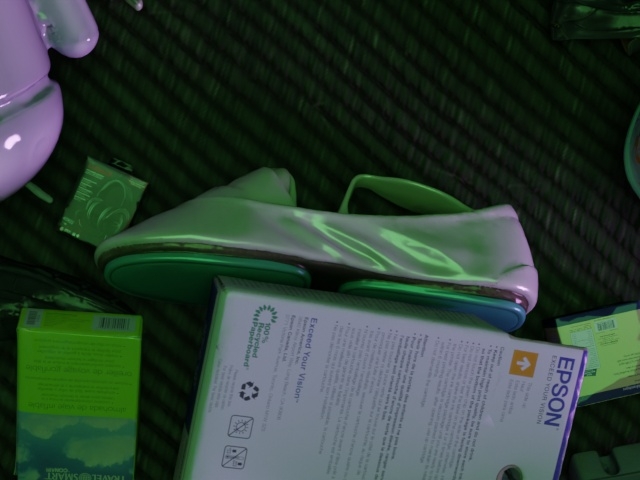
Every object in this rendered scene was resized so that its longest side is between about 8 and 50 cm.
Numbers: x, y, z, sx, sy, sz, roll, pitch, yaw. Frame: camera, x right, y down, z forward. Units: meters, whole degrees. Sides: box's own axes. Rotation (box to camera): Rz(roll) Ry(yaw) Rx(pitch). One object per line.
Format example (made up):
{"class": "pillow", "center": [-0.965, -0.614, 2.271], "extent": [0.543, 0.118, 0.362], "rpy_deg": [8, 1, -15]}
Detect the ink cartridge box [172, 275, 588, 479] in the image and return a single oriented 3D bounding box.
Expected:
{"class": "ink cartridge box", "center": [0.037, 0.213, 1.437], "extent": [0.330, 0.071, 0.324], "rpy_deg": [10, 101, -13]}

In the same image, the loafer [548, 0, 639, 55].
{"class": "loafer", "center": [0.297, -0.204, 1.542], "extent": [0.170, 0.062, 0.061], "rpy_deg": [12, 108, -1]}

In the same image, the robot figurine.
{"class": "robot figurine", "center": [-0.340, -0.169, 1.386], "extent": [0.300, 0.200, 0.353], "rpy_deg": [-22, 108, -14]}

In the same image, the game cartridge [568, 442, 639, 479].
{"class": "game cartridge", "center": [0.421, 0.261, 1.453], "extent": [0.355, 0.068, 0.230], "rpy_deg": [-8, 47, -5]}

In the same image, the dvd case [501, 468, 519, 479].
{"class": "dvd case", "center": [0.102, 0.226, 1.516], "extent": [0.164, 0.018, 0.221], "rpy_deg": [26, 85, -3]}

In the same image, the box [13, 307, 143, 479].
{"class": "box", "center": [-0.214, 0.147, 1.450], "extent": [0.109, 0.042, 0.178], "rpy_deg": [4, 118, -4]}

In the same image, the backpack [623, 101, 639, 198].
{"class": "backpack", "center": [0.405, -0.076, 1.471], "extent": [0.253, 0.191, 0.225], "rpy_deg": [34, 82, -9]}

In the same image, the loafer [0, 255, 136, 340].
{"class": "loafer", "center": [-0.274, 0.056, 1.468], "extent": [0.223, 0.076, 0.078], "rpy_deg": [17, 91, 1]}

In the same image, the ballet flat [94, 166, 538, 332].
{"class": "ballet flat", "center": [0.000, 0.000, 1.478], "extent": [0.400, 0.139, 0.139], "rpy_deg": [6, 86, -9]}

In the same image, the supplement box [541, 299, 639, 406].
{"class": "supplement box", "center": [0.258, 0.105, 1.516], "extent": [0.083, 0.056, 0.083], "rpy_deg": [-12, 88, -5]}

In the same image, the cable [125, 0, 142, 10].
{"class": "cable", "center": [-0.276, -0.309, 1.508], "extent": [0.139, 0.072, 0.287], "rpy_deg": [-40, 78, 4]}

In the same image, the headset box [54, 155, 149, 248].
{"class": "headset box", "center": [-0.197, -0.034, 1.497], "extent": [0.062, 0.032, 0.083], "rpy_deg": [25, 87, -3]}
